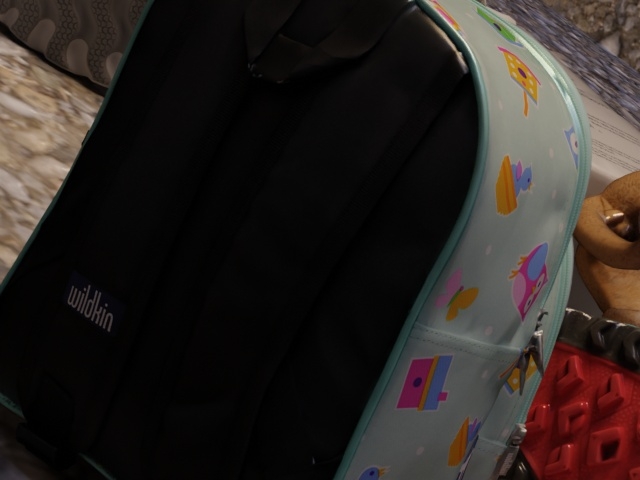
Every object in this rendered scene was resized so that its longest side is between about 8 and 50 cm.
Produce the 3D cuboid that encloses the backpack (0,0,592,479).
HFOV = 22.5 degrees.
[{"bbox_3d":[0.000,0.000,0.520,0.144,0.188,0.166,2,25,-48],"label":"backpack"}]

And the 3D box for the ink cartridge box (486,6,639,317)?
[{"bbox_3d":[0.114,-0.052,1.026,0.211,0.121,0.289,19,23,-41],"label":"ink cartridge box"}]

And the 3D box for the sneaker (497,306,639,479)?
[{"bbox_3d":[0.110,0.075,0.696,0.262,0.104,0.125,37,5,31],"label":"sneaker"}]

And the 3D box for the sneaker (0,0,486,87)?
[{"bbox_3d":[-0.054,-0.144,0.913,0.281,0.105,0.115,7,27,-14],"label":"sneaker"}]

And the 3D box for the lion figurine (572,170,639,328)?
[{"bbox_3d":[0.250,0.035,0.859,0.392,0.142,0.240,32,9,-29],"label":"lion figurine"}]
